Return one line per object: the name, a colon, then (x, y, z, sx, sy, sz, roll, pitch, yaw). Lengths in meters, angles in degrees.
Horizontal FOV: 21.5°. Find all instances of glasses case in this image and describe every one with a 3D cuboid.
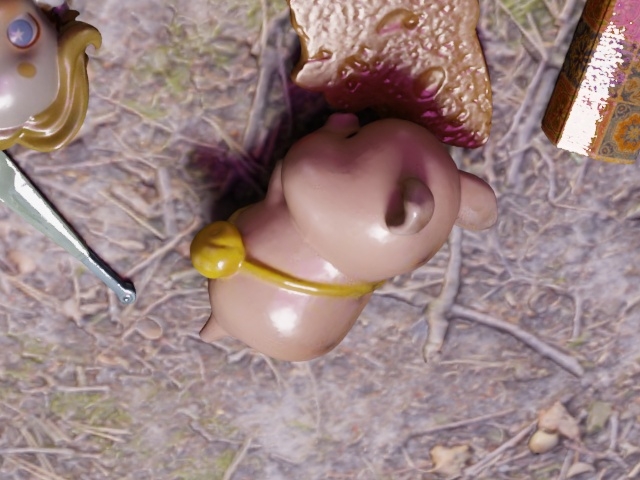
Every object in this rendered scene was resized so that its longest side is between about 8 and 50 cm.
glasses case: (0.248, -0.169, 1.326, 0.075, 0.049, 0.218, 9, 118, -17)

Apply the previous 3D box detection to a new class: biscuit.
biscuit: (0.055, -0.158, 1.301, 0.162, 0.035, 0.250, -34, 120, 15)

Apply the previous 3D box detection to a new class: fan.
fan: (-0.214, -0.012, 1.342, 0.038, 0.016, 0.193, -36, 120, 13)

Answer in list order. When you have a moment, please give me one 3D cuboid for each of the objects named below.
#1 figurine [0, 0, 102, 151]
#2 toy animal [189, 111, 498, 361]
figurine: (-0.280, -0.169, 1.176, 0.274, 0.133, 0.194, 30, 87, -20)
toy animal: (-0.001, 0.002, 1.317, 0.248, 0.165, 0.149, -36, 88, 27)
